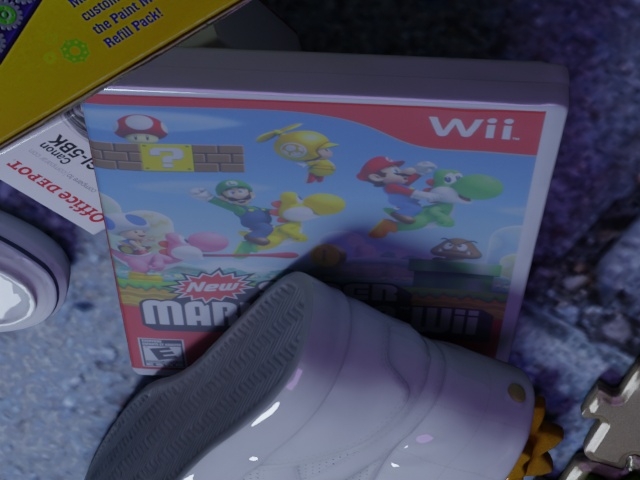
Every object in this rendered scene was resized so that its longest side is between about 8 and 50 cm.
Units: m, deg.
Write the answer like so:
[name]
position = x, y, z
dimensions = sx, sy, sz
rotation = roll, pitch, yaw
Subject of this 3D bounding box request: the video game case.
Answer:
[video game case]
position = 0.000, 0.000, 0.864
dimensions = 0.204, 0.025, 0.285
rotation = 3, 151, 1

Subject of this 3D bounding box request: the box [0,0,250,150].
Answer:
[box]
position = -0.143, -0.223, 0.607
dimensions = 0.177, 0.290, 0.279
rotation = -27, 121, 22

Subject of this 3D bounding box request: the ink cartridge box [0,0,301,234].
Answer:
[ink cartridge box]
position = -0.084, -0.067, 0.844
dimensions = 0.135, 0.056, 0.099
rotation = -26, 149, 19

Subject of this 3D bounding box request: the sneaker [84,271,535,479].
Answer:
[sneaker]
position = -0.011, 0.128, 0.961
dimensions = 0.169, 0.108, 0.292
rotation = 21, 146, -24

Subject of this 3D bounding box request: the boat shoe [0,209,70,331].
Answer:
[boat shoe]
position = -0.245, 0.019, 0.927
dimensions = 0.226, 0.076, 0.083
rotation = 10, 127, -5

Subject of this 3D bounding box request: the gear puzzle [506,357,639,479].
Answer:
[gear puzzle]
position = 0.213, 0.148, 1.023
dimensions = 0.339, 0.044, 0.175
rotation = 18, 126, -11
